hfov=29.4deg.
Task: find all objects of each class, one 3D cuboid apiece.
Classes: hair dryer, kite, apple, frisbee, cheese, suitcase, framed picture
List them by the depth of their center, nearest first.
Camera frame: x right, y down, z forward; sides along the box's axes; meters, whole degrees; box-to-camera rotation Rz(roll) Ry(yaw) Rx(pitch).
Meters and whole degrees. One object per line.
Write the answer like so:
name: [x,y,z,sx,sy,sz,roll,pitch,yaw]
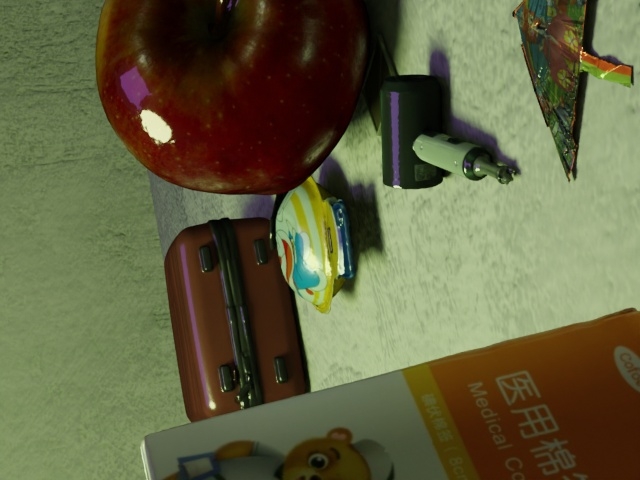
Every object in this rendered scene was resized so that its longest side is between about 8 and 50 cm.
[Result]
kite: [0.174,-0.134,0.853,0.159,0.010,0.190,-123,27,-54]
hair dryer: [0.112,-0.081,1.052,0.197,0.057,0.100,-148,51,-60]
framed picture: [0.061,-0.160,1.258,0.089,0.006,0.066,105,153,-55]
apple: [-0.089,-0.181,1.272,0.317,0.288,0.288,87,172,-78]
cheese: [0.000,0.000,1.440,0.270,0.069,0.177,172,90,-75]
frisbee: [-0.047,-0.080,1.610,0.187,0.012,0.211,93,-175,-81]
suitcase: [-0.132,0.125,1.813,0.236,0.161,0.297,141,119,-72]

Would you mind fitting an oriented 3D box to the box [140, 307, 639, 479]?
box: [0.086,0.194,0.720,0.225,0.341,0.143,-114,14,-47]
